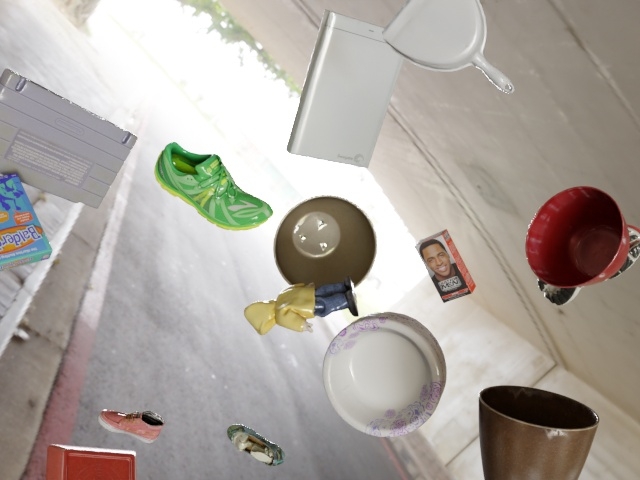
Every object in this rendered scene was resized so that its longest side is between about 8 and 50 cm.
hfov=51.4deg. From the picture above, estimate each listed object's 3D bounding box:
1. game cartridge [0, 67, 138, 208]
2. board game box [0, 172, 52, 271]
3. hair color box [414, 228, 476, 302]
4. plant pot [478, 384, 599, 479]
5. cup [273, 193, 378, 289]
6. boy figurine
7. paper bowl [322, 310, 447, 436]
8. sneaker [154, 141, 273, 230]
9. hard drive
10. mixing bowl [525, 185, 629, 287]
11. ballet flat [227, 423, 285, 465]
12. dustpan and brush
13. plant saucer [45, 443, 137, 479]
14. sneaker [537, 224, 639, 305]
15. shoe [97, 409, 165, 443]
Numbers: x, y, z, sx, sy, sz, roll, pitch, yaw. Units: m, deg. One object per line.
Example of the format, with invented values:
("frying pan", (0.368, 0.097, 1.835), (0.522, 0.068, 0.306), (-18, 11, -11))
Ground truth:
("game cartridge", (-0.646, -0.232, 1.612), (0.355, 0.230, 0.068), (27, 9, -48))
("board game box", (-0.706, -0.037, 1.453), (0.047, 0.160, 0.210), (-43, -107, 47))
("hair color box", (0.264, 0.055, 1.409), (0.141, 0.072, 0.043), (61, 32, -6))
("plant pot", (0.391, 0.419, 1.251), (0.216, 0.230, 0.215), (6, 8, -1))
("cup", (0.000, 0.000, 2.181), (0.331, 0.331, 0.237), (47, 1, -14))
("boy figurine", (-0.050, 0.174, 1.668), (0.177, 0.286, 0.092), (-99, 173, -56))
("paper bowl", (0.158, 0.310, 1.592), (0.284, 0.284, 0.148), (47, 18, 8))
("sneaker", (-0.242, -0.120, 1.486), (0.296, 0.109, 0.123), (28, -43, 5))
("hard drive", (0.068, -0.368, 1.667), (0.233, 0.352, 0.047), (7, 22, -28))
("mixing bowl", (0.463, 0.007, 1.159), (0.098, 0.181, 0.181), (21, 16, -35))
("ballet flat", (-0.186, 0.559, 1.817), (0.189, 0.070, 0.070), (17, -12, 22))
("dustpan and brush", (0.219, -0.300, 1.027), (0.211, 0.147, 0.060), (43, 15, 4))
("plant saucer", (-0.596, 0.669, 1.768), (0.259, 0.048, 0.258), (19, 45, -37))
("sneaker", (0.552, 0.031, 1.353), (0.107, 0.118, 0.279), (54, -30, 10))
("shoe", (-0.528, 0.502, 1.865), (0.178, 0.081, 0.063), (27, 29, -14))
